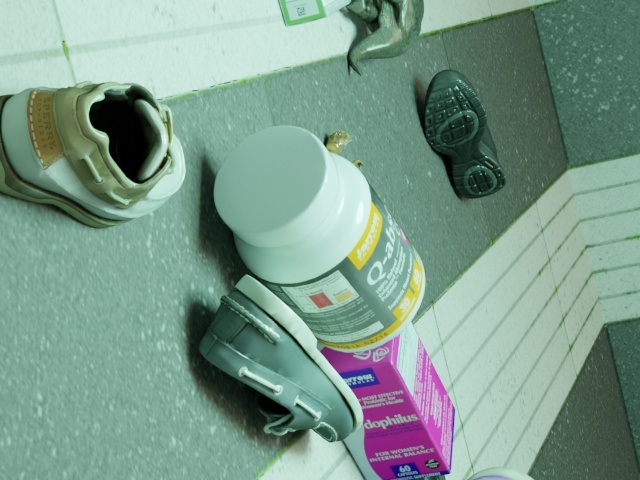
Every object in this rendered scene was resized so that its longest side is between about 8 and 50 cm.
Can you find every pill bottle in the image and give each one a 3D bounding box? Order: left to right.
[{"bbox_3d":[0.000,0.000,1.717,0.278,0.162,0.162,51,33,-54],"label":"pill bottle"}]

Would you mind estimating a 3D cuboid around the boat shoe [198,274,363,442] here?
[{"bbox_3d":[-0.045,0.149,1.651,0.099,0.116,0.319,-48,149,-12],"label":"boat shoe"}]

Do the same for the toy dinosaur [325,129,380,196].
[{"bbox_3d":[0.019,-0.070,1.996,0.112,0.064,0.211,50,19,-20],"label":"toy dinosaur"}]

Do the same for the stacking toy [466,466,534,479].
[{"bbox_3d":[0.183,0.381,1.942,0.330,0.141,0.141,-8,86,-66],"label":"stacking toy"}]

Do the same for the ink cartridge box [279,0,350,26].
[{"bbox_3d":[-0.031,-0.392,2.018,0.109,0.062,0.209,-47,123,-66],"label":"ink cartridge box"}]

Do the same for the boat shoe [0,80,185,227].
[{"bbox_3d":[-0.176,-0.075,1.345,0.302,0.103,0.113,-2,81,-71],"label":"boat shoe"}]

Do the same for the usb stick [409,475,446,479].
[{"bbox_3d":[0.155,0.375,2.114,0.077,0.045,0.278,-18,96,-64],"label":"usb stick"}]

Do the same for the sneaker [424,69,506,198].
[{"bbox_3d":[0.233,-0.196,2.629,0.286,0.109,0.130,66,11,-49],"label":"sneaker"}]

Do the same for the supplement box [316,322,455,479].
[{"bbox_3d":[0.078,0.187,1.902,0.114,0.111,0.220,-80,151,-46],"label":"supplement box"}]

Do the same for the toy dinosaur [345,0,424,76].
[{"bbox_3d":[0.108,-0.354,2.310,0.160,0.121,0.314,43,33,-38],"label":"toy dinosaur"}]
